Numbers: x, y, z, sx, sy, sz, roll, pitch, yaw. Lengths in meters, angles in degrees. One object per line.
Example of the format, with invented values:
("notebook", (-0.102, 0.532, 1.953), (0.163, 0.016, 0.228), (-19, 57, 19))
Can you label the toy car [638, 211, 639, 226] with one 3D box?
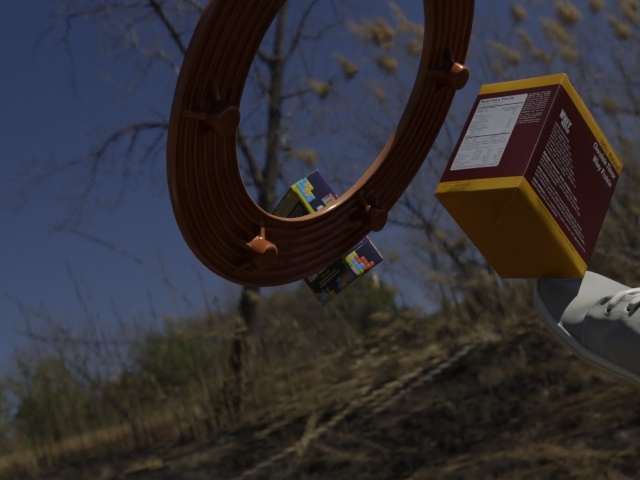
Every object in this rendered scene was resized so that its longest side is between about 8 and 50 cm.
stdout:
("toy car", (0.626, -0.064, 1.811), (0.182, 0.136, 0.159), (-24, 26, -18))

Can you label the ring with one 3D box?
("ring", (0.020, -0.111, 0.815), (0.032, 0.336, 0.337), (30, 18, 32))

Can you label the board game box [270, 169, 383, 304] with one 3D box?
("board game box", (0.000, 0.000, 1.407), (0.048, 0.141, 0.170), (-34, -4, -21))

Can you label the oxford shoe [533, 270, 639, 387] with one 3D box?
("oxford shoe", (0.421, 0.111, 1.313), (0.169, 0.130, 0.449), (-12, 25, -20))

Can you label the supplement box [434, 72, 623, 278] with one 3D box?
("supplement box", (0.280, -0.081, 1.435), (0.129, 0.194, 0.191), (-2, -38, 43))
